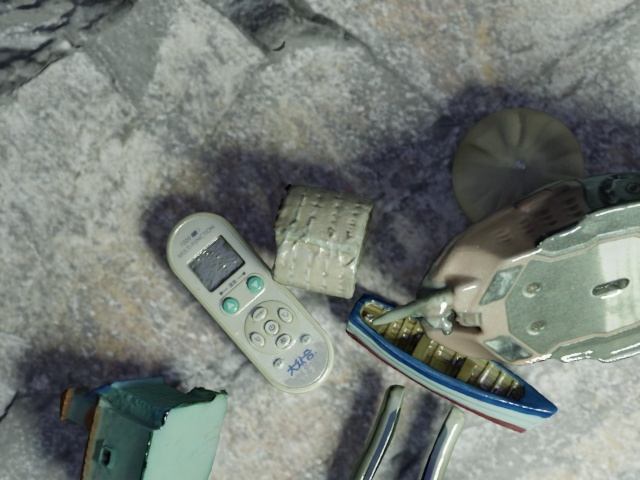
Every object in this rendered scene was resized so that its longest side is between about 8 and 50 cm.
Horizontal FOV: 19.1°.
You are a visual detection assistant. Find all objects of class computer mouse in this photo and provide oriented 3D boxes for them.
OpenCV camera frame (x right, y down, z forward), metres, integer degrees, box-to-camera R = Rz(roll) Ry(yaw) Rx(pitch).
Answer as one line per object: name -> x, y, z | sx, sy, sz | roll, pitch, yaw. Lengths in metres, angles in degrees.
computer mouse -> 0.233, 0.026, 1.872 | 0.389, 0.115, 0.199 | -14, 127, -4

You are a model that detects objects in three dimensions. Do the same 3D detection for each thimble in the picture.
thimble -> 0.000, 0.000, 1.913 | 0.090, 0.115, 0.102 | 12, 106, 4

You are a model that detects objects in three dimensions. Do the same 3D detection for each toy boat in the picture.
toy boat -> 0.129, 0.129, 1.919 | 0.229, 0.080, 0.046 | 29, 121, 3

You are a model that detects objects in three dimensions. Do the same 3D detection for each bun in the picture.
bun -> 0.201, -0.071, 1.920 | 0.138, 0.094, 0.138 | 0, 81, 1

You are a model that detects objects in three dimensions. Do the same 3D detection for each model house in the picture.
model house -> -0.192, 0.196, 1.916 | 0.149, 0.119, 0.148 | 25, 110, 29

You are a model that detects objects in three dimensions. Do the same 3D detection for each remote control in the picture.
remote control -> -0.071, 0.064, 1.946 | 0.078, 0.042, 0.221 | -42, 82, -1

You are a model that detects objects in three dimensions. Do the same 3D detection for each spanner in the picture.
spanner -> 0.050, 0.307, 1.909 | 0.096, 0.040, 0.324 | 20, 90, 5
